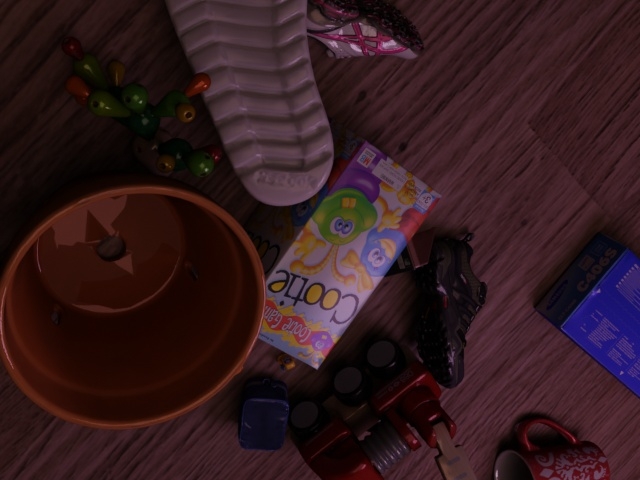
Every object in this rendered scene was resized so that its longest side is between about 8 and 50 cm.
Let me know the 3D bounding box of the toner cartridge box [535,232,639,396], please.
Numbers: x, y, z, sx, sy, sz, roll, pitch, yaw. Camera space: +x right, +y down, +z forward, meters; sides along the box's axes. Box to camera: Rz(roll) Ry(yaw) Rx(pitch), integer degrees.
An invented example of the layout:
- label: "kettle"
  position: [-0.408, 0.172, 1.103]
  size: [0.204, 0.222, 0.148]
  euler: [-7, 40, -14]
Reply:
- label: "toner cartridge box"
  position: [0.523, 0.149, 1.462]
  size: [0.348, 0.075, 0.165]
  euler: [38, 93, -31]

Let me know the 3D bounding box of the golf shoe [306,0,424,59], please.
- label: "golf shoe"
  position: [0.045, -0.263, 1.104]
  size: [0.186, 0.067, 0.086]
  euler: [15, 136, -32]

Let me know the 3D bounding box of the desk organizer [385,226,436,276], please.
- label: "desk organizer"
  position: [0.116, 0.017, 1.202]
  size: [0.050, 0.130, 0.047]
  euler: [-17, 88, -19]

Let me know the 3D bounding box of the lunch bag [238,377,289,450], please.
- label: "lunch bag"
  position: [-0.081, 0.242, 1.254]
  size: [0.067, 0.065, 0.098]
  euler: [8, 109, -8]

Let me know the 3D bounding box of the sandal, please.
- label: "sandal"
  position: [-0.089, -0.245, 1.029]
  size: [0.170, 0.102, 0.415]
  euler: [-9, 102, -4]

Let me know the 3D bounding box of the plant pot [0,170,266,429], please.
- label: "plant pot"
  position: [-0.229, 0.041, 1.025]
  size: [0.291, 0.203, 0.290]
  euler: [-8, 115, -18]

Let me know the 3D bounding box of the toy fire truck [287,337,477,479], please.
- label: "toy fire truck"
  position: [0.107, 0.300, 1.245]
  size: [0.217, 0.246, 0.158]
  euler: [-37, 134, -5]

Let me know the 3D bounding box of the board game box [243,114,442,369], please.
- label: "board game box"
  position: [0.000, 0.000, 1.141]
  size: [0.144, 0.142, 0.275]
  euler: [32, 97, -30]

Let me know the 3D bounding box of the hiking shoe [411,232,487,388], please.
- label: "hiking shoe"
  position: [0.203, 0.104, 1.292]
  size: [0.114, 0.086, 0.226]
  euler: [-12, 104, -28]

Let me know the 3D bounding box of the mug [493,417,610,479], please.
- label: "mug"
  position: [0.399, 0.383, 1.490]
  size: [0.169, 0.113, 0.150]
  euler: [-3, 114, -25]

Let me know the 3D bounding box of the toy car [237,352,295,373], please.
- label: "toy car"
  position: [-0.092, 0.162, 1.229]
  size: [0.122, 0.040, 0.060]
  euler: [-10, 115, -18]

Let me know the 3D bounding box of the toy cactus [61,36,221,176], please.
- label: "toy cactus"
  position: [-0.196, -0.136, 1.009]
  size: [0.112, 0.219, 0.180]
  euler: [-56, 167, -20]
